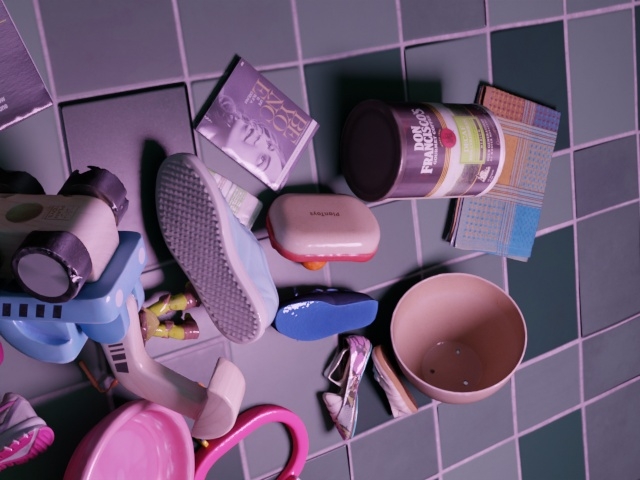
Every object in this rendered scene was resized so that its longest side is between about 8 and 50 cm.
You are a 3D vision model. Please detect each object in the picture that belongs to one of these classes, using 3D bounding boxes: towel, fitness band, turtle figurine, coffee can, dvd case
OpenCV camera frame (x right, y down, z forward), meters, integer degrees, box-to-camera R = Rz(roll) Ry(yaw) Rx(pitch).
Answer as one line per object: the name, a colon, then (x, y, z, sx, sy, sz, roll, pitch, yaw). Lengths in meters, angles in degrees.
towel: (0.425, -0.147, 2.178, 0.271, 0.040, 0.370, 11, 90, -36)
fitness band: (-0.143, 0.460, 1.893, 0.290, 0.054, 0.209, -36, 117, -25)
turtle figurine: (-0.322, 0.133, 1.688, 0.217, 0.087, 0.270, -11, 104, -32)
towel: (-0.191, -0.059, 1.786, 0.152, 0.023, 0.113, 33, 78, -32)
coffee can: (0.207, -0.183, 1.922, 0.275, 0.201, 0.202, -4, 101, -34)
dvd case: (-0.117, -0.217, 1.806, 0.221, 0.018, 0.165, 38, 77, -33)

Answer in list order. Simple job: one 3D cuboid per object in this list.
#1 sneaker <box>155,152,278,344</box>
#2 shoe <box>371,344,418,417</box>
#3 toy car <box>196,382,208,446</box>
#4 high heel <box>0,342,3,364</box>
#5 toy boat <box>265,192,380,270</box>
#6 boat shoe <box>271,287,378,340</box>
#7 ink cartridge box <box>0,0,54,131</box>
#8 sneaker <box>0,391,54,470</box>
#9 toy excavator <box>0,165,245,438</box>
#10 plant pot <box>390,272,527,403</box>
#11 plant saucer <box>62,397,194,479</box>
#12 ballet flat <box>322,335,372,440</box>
sneaker: (-0.184, 0.004, 1.735, 0.366, 0.135, 0.150, 70, 23, -11)
shoe: (0.150, 0.311, 2.046, 0.058, 0.077, 0.219, -22, 127, 9)
toy car: (-0.224, 0.339, 1.822, 0.060, 0.040, 0.122, -31, 114, -26)
high heel: (-0.621, 0.109, 1.423, 0.377, 0.181, 0.127, 40, 76, -33)
toy boat: (0.000, 0.000, 1.865, 0.231, 0.151, 0.151, 0, 139, -20)
boat shoe: (-0.004, 0.148, 1.913, 0.258, 0.089, 0.109, 4, 109, -40)
ink cartridge box: (-0.608, -0.277, 1.432, 0.303, 0.072, 0.307, -35, 118, -24)
sneaker: (-0.571, 0.342, 1.559, 0.252, 0.111, 0.103, -28, 149, -8)
toy excavator: (-0.356, 0.123, 1.528, 0.222, 0.432, 0.445, -75, 163, -52)
plant pot: (0.291, 0.239, 2.046, 0.284, 0.284, 0.191, -41, 155, -21)
plant saucer: (-0.347, 0.442, 1.667, 0.332, 0.084, 0.332, -19, 111, -62)
ballet flat: (0.049, 0.307, 1.991, 0.079, 0.077, 0.222, 14, 86, -17)
